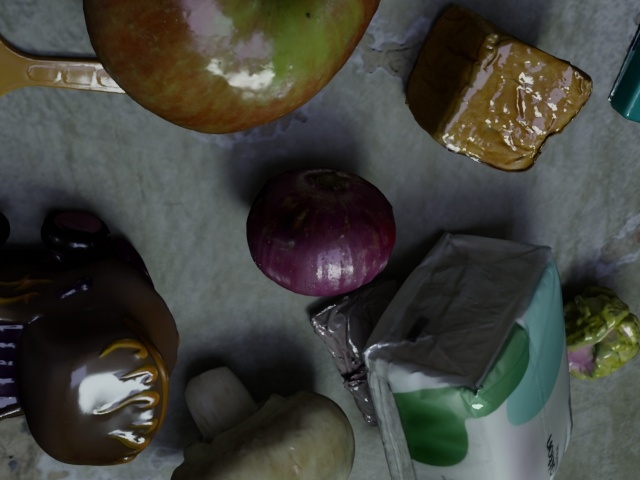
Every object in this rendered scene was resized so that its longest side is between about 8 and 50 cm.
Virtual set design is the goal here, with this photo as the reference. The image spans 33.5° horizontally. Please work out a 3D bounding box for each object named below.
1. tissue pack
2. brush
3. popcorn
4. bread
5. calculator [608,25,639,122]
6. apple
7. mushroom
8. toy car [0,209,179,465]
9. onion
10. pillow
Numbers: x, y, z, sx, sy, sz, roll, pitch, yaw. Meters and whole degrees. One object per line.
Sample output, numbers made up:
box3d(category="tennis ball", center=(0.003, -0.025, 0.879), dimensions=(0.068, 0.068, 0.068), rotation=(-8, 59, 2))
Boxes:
box3d(category="tissue pack", center=(0.205, 0.203, 1.389), dimensions=(0.266, 0.194, 0.356), rotation=(-52, 140, -38))
box3d(category="brush", center=(-0.282, -0.177, 1.121), dimensions=(0.272, 0.013, 0.103), rotation=(1, 123, -21))
box3d(category="popcorn", center=(0.384, 0.132, 1.500), dimensions=(0.126, 0.125, 0.145), rotation=(-18, 146, -33))
box3d(category="bread", center=(0.196, -0.171, 1.213), dimensions=(0.158, 0.149, 0.143), rotation=(20, 111, -30))
box3d(category="calculator", center=(0.520, -0.243, 1.333), dimensions=(0.274, 0.058, 0.248), rotation=(8, 119, -23))
box3d(category="apple", center=(-0.087, -0.258, 1.006), dimensions=(0.309, 0.250, 0.277), rotation=(-47, 112, -11))
box3d(category="mushroom", center=(-0.089, 0.267, 1.381), dimensions=(0.254, 0.260, 0.234), rotation=(-31, 92, 14))
box3d(category="toy car", center=(-0.323, 0.127, 1.173), dimensions=(0.341, 0.240, 0.271), rotation=(1, 121, -24))
box3d(category="onion", center=(0.001, -0.009, 1.232), dimensions=(0.177, 0.177, 0.153), rotation=(-10, 99, -13))
box3d(category="pillow", center=(0.087, 0.161, 1.464), dimensions=(0.135, 0.049, 0.248), rotation=(-29, 131, -4))
